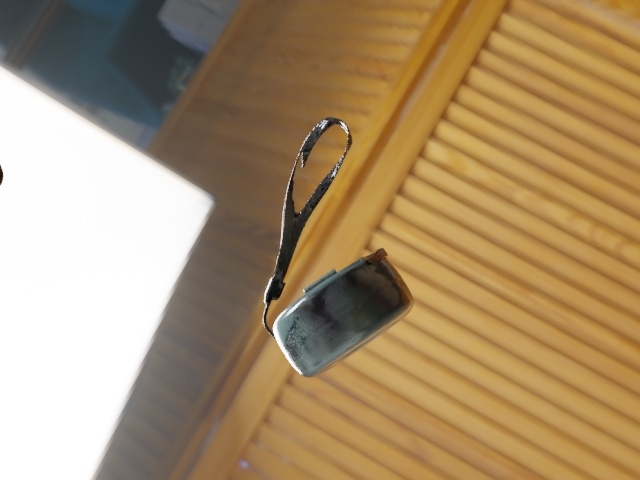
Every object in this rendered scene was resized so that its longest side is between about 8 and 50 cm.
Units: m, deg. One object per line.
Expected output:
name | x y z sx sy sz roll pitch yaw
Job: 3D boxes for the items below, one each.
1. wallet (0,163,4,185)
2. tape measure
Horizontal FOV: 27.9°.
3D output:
wallet | -0.304 -0.118 0.539 0.041 0.247 0.322 101 145 -76
tape measure | -0.004 0.001 0.902 0.107 0.104 0.179 86 165 -81
